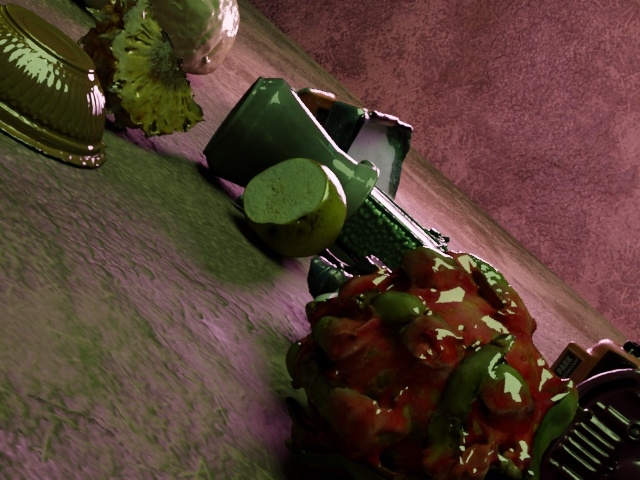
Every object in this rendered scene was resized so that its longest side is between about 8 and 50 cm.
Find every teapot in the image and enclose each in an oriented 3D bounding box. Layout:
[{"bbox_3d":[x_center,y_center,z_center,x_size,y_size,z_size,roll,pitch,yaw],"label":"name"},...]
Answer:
[{"bbox_3d":[-0.047,-0.105,1.709,0.225,0.171,0.203,37,54,-9],"label":"teapot"}]

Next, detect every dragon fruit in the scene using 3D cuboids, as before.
[{"bbox_3d":[0.095,0.138,1.049,0.237,0.231,0.302,46,18,-25],"label":"dragon fruit"}]

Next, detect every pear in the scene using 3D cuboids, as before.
[{"bbox_3d":[-0.030,-0.035,1.590,0.141,0.141,0.104,51,-12,46],"label":"pear"}]

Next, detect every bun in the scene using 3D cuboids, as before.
[{"bbox_3d":[-0.291,-0.481,2.213,0.349,0.227,0.352,30,16,-42],"label":"bun"}]

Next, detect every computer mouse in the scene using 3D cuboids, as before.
[{"bbox_3d":[0.084,0.078,1.607,0.122,0.073,0.217,42,6,6],"label":"computer mouse"}]

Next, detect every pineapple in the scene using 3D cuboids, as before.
[{"bbox_3d":[-0.251,-0.209,1.557,0.079,0.135,0.233,21,-29,38],"label":"pineapple"}]

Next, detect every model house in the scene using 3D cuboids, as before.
[{"bbox_3d":[0.006,-0.204,2.279,0.291,0.184,0.253,29,12,28],"label":"model house"}]

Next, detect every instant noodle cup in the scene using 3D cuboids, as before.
[{"bbox_3d":[-0.335,-0.200,1.354,0.274,0.090,0.274,37,12,-10],"label":"instant noodle cup"}]

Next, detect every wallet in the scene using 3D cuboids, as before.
[{"bbox_3d":[0.000,0.000,1.779,0.157,0.018,0.082,44,13,22],"label":"wallet"}]

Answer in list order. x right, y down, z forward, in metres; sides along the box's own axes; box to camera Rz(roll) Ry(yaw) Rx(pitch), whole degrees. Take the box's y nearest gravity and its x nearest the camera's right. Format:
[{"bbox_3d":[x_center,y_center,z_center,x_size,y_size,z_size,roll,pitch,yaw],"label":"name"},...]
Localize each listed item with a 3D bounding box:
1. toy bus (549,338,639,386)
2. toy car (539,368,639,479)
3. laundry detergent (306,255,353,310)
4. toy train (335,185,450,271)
[{"bbox_3d":[0.503,0.289,1.778,0.233,0.203,0.427,42,10,36],"label":"toy bus"},{"bbox_3d":[0.367,0.297,1.268,0.341,0.271,0.240,40,-6,9],"label":"toy car"},{"bbox_3d":[0.078,0.120,1.350,0.280,0.105,0.215,44,15,17],"label":"laundry detergent"},{"bbox_3d":[0.102,-0.010,1.916,0.269,0.115,0.154,44,21,22],"label":"toy train"}]
